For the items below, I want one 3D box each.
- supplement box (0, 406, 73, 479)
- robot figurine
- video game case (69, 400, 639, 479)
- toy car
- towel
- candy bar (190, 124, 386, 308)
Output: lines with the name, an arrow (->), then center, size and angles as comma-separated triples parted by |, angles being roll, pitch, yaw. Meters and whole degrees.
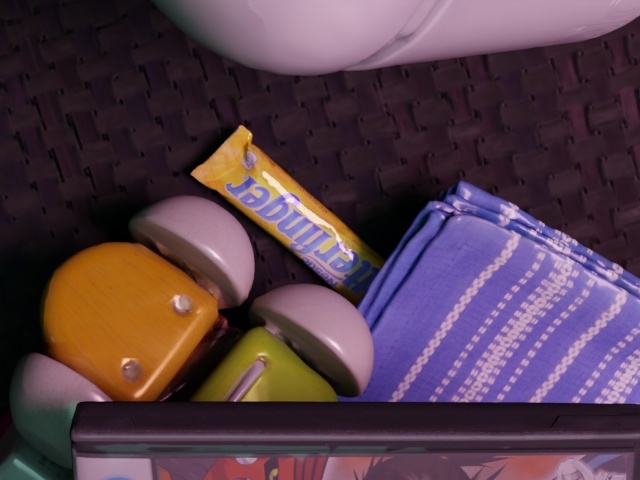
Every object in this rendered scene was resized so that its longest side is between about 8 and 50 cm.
supplement box -> -0.110, 0.194, 1.014 | 0.220, 0.114, 0.111 | 39, 108, -14
robot figurine -> 0.045, -0.182, 0.825 | 0.353, 0.300, 0.199 | -11, 108, -41
video game case -> 0.019, 0.196, 0.896 | 0.275, 0.035, 0.248 | 0, 113, 0
toy car -> -0.072, 0.081, 0.975 | 0.182, 0.136, 0.159 | 36, 67, 4
towel -> 0.148, 0.137, 1.043 | 0.336, 0.040, 0.243 | 28, 110, -12
candy bar -> 0.000, 0.000, 1.019 | 0.161, 0.018, 0.040 | 41, 100, -13
